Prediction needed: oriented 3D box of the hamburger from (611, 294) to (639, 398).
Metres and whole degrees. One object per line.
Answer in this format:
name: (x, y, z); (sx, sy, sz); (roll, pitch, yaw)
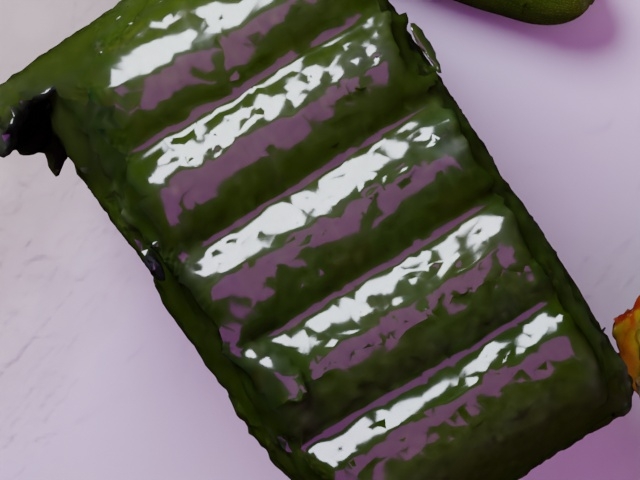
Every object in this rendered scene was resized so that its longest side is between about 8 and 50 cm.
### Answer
hamburger: (0.325, 0.063, 1.077); (0.294, 0.179, 0.276); (37, 101, -29)

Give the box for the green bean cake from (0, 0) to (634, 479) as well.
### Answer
green bean cake: (0.000, 0.000, 1.024); (0.218, 0.335, 0.319); (-34, 90, 6)

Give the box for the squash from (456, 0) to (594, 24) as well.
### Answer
squash: (0.049, -0.192, 1.131); (0.252, 0.066, 0.066); (20, 98, 0)
